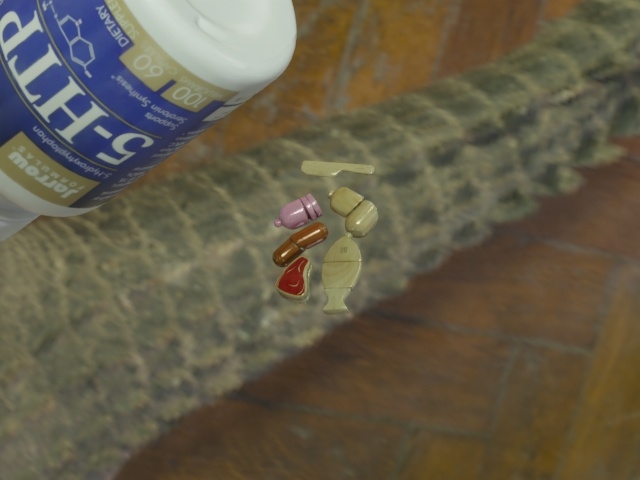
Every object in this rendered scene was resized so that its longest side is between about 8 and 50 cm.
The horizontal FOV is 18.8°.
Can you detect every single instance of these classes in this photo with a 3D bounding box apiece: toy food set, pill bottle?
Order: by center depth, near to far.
[{"bbox_3d":[-0.112,-0.076,0.890,0.112,0.112,0.186,31,130,-35],"label":"pill bottle"},{"bbox_3d":[0.000,0.000,1.370,0.019,0.078,0.122,65,36,-53],"label":"toy food set"}]
